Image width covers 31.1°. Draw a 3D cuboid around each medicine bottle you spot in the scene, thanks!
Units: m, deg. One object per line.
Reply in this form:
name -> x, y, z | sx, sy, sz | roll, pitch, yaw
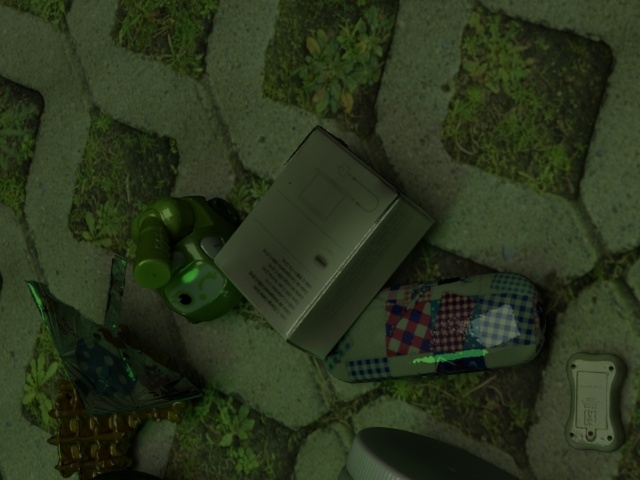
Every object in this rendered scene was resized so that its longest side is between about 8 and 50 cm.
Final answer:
medicine bottle -> 0.117, 0.389, 1.415 | 0.252, 0.252, 0.241 | 24, 97, 32

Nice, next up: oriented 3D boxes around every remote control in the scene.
remote control -> 0.341, 0.200, 1.426 | 0.074, 0.032, 0.122 | 1, 86, 32

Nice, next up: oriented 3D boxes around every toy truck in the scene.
toy truck -> -0.207, 0.013, 1.702 | 0.148, 0.210, 0.187 | -37, 49, 23

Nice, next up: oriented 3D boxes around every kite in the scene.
kite -> -0.313, 0.153, 1.712 | 0.335, 0.011, 0.314 | 29, 125, 14

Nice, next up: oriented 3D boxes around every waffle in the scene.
waffle -> -0.323, 0.283, 1.816 | 0.259, 0.069, 0.293 | 37, 107, 32

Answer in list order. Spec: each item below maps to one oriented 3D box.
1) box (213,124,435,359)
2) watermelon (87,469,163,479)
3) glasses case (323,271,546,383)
box -> 0.000, 0.000, 1.575 | 0.252, 0.106, 0.203 | -51, 49, 4
watermelon -> -0.289, 0.438, 1.673 | 0.232, 0.127, 0.204 | 6, 78, 9
glasses case -> 0.143, 0.119, 1.533 | 0.327, 0.076, 0.125 | -10, 78, 32
